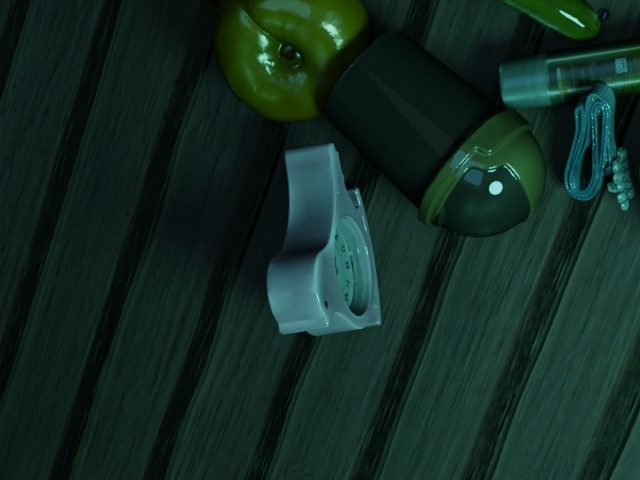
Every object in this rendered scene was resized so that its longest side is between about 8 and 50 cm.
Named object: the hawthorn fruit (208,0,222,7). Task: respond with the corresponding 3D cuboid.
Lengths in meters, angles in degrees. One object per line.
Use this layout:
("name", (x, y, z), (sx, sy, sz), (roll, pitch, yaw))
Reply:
("hawthorn fruit", (-0.134, -0.424, 1.905), (0.133, 0.133, 0.138), (-39, 99, 16))

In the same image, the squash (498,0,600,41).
("squash", (0.301, -0.366, 1.779), (0.252, 0.066, 0.066), (26, 102, -6))

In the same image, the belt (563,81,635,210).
("belt", (0.409, -0.137, 1.761), (0.100, 0.065, 0.179), (14, 128, 24))

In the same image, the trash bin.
("trash bin", (0.180, -0.141, 1.786), (0.334, 0.214, 0.214), (42, 104, 13))

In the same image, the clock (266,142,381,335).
("clock", (0.000, 0.000, 1.821), (0.080, 0.275, 0.290), (-10, 88, 21))

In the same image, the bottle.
("bottle", (0.405, -0.247, 1.776), (0.286, 0.082, 0.082), (-7, 93, 16))

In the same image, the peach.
("peach", (-0.045, -0.302, 1.849), (0.251, 0.153, 0.251), (2, 116, 4))
